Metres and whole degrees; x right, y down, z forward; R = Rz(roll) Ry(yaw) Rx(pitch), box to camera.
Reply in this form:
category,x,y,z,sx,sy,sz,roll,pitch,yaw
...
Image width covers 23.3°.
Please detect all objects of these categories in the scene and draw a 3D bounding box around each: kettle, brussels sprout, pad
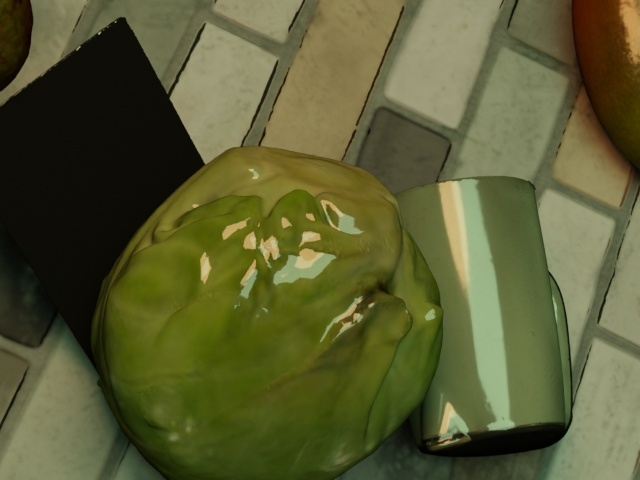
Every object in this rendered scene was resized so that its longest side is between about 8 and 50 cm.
category,x,y,z,sx,sy,sz,roll,pitch,yaw
kettle,0.166,0.080,1.513,0.240,0.165,0.255,4,71,-46
brussels sprout,-0.058,0.081,1.373,0.328,0.328,0.247,-18,37,-21
pad,-0.185,-0.026,1.428,0.202,0.005,0.300,-41,120,-23

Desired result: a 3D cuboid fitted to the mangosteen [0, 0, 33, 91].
category,x,y,z,sx,sy,sz,roll,pitch,yaw
mangosteen,-0.427,-0.220,1.320,0.435,0.382,0.382,-4,73,-46

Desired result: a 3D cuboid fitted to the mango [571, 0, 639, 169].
category,x,y,z,sx,sy,sz,roll,pitch,yaw
mango,0.346,-0.193,1.658,0.146,0.129,0.289,-1,78,-27
